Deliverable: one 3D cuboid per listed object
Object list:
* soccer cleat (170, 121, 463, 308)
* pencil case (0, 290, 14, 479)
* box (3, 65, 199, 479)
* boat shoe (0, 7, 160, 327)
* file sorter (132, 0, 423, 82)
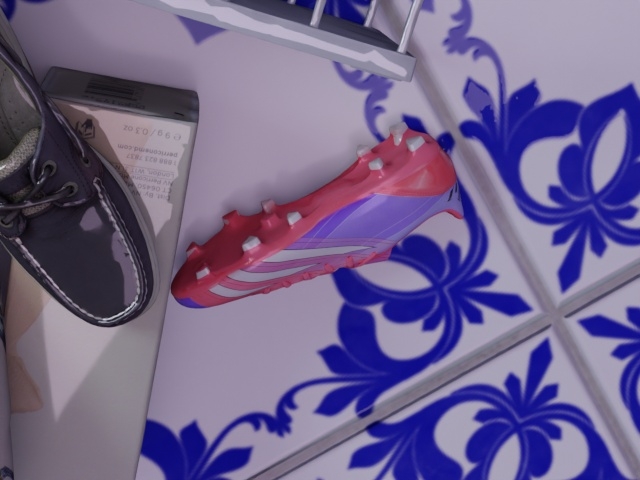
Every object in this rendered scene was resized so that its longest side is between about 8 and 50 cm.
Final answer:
[{"bbox_3d":[0.000,0.000,1.293,0.248,0.083,0.095,-31,117,-4],"label":"soccer cleat"},{"bbox_3d":[-0.316,0.065,1.140,0.184,0.160,0.410,10,63,-41],"label":"pencil case"},{"bbox_3d":[-0.179,0.034,1.253,0.121,0.148,0.311,10,103,-7],"label":"box"},{"bbox_3d":[-0.210,-0.056,1.106,0.103,0.092,0.285,-27,101,9],"label":"boat shoe"},{"bbox_3d":[-0.056,-0.245,1.166,0.278,0.193,0.173,15,101,-10],"label":"file sorter"}]
